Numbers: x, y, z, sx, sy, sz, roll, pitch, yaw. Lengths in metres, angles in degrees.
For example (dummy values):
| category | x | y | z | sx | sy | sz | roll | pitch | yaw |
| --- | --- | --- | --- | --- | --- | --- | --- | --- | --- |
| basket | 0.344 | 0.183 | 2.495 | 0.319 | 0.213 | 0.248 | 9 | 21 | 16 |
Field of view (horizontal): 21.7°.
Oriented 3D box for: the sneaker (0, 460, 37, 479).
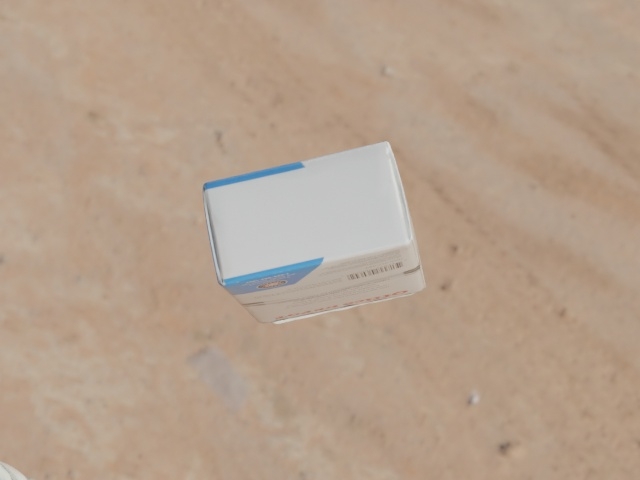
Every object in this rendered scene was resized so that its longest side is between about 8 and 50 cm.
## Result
| category | x | y | z | sx | sy | sz | roll | pitch | yaw |
| --- | --- | --- | --- | --- | --- | --- | --- | --- | --- |
| sneaker | -0.336 | 0.342 | 1.733 | 0.146 | 0.122 | 0.330 | 49 | 3 | -41 |

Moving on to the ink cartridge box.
| category | x | y | z | sx | sy | sz | roll | pitch | yaw |
| --- | --- | --- | --- | --- | --- | --- | --- | --- | --- |
| ink cartridge box | 0.000 | 0.000 | 1.246 | 0.140 | 0.082 | 0.190 | -13 | -11 | 4 |
